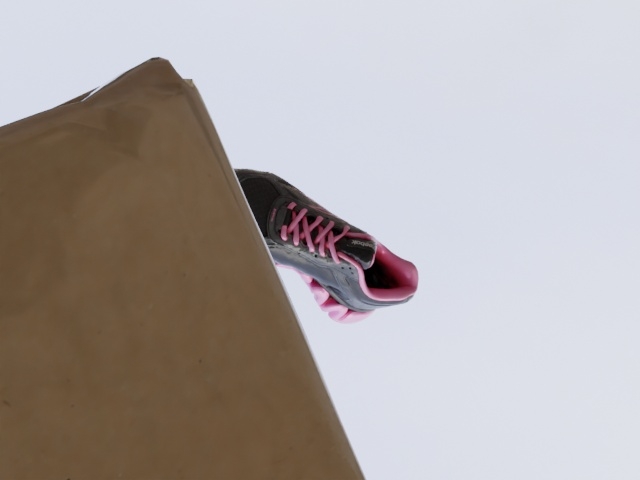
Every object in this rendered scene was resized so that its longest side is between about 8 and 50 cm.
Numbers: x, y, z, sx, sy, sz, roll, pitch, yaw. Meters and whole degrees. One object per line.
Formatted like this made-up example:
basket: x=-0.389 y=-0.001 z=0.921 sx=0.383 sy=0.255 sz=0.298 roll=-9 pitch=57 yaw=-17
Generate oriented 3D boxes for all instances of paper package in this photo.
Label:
paper package: x=-0.129 y=0.153 z=0.503 sx=0.309 sy=0.325 sz=0.168 roll=-24 pitch=180 yaw=-22

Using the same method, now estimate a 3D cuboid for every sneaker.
sneaker: x=0.000 y=0.000 z=0.776 sx=0.119 sy=0.047 sz=0.057 roll=32 pitch=159 yaw=-33
